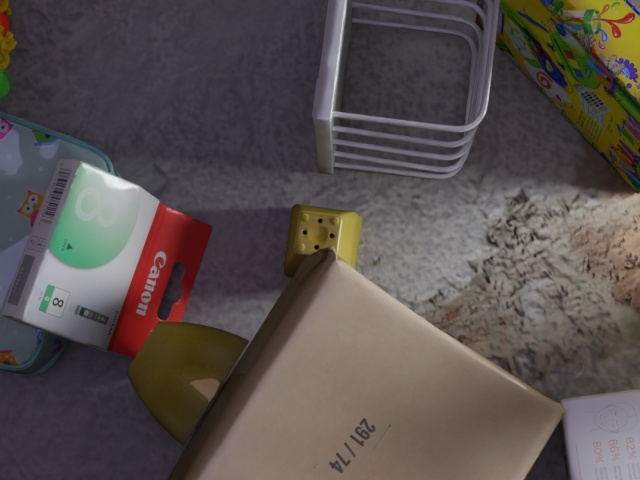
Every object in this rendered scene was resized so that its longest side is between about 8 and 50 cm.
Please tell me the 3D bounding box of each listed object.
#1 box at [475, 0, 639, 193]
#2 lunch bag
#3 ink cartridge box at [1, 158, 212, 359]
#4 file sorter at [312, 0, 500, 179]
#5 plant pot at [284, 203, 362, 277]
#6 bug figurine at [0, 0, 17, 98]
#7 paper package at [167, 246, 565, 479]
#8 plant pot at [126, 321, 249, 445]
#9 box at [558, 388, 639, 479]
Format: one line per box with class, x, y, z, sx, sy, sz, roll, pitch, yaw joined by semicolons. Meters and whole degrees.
box;0.319;-0.229;1.780;0.177;0.290;0.279;-42;81;-3
lunch bag;-0.357;-0.004;1.891;0.224;0.108;0.279;20;82;11
ink cartridge box;-0.217;0.032;1.829;0.225;0.056;0.181;24;82;-37
file sorter;0.089;-0.181;1.802;0.173;0.277;0.192;8;81;2
plant pot;0.000;0.000;1.873;0.081;0.083;0.081;7;82;6
bug figurine;-0.444;-0.183;1.893;0.279;0.072;0.216;-33;40;-6
paper package;0.038;0.225;1.759;0.309;0.168;0.324;33;83;-7
plant pot;-0.153;0.141;1.830;0.095;0.134;0.134;33;85;-1
box;0.347;0.226;1.804;0.171;0.091;0.130;-7;80;4
